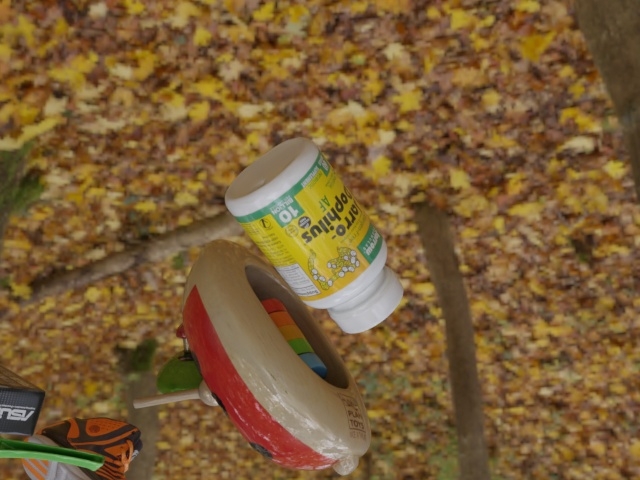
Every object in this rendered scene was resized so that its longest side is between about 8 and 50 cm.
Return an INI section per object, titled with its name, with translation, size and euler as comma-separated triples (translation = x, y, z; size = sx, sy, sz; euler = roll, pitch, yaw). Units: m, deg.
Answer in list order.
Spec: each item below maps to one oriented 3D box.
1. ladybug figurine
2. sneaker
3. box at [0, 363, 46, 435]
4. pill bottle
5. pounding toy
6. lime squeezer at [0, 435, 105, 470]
[ladybug figurine]
translation = -0.086, 0.195, 1.478
size = 0.162, 0.449, 0.305
euler = -42, 147, 11
[sneaker]
translation = -0.347, 0.411, 1.587
size = 0.180, 0.321, 0.125
euler = -24, 149, -53
[box]
translation = -0.502, 0.164, 1.138
size = 0.270, 0.060, 0.216
euler = 15, 178, 44
[pill bottle]
translation = 0.000, 0.000, 1.015
size = 0.117, 0.117, 0.208
euler = -20, 117, 37
[pounding toy]
translation = -0.218, 0.211, 1.650
size = 0.183, 0.110, 0.237
euler = -3, -171, 13
[lime squeezer]
translation = -0.388, 0.184, 0.987
size = 0.110, 0.059, 0.310
euler = -31, 116, 34
